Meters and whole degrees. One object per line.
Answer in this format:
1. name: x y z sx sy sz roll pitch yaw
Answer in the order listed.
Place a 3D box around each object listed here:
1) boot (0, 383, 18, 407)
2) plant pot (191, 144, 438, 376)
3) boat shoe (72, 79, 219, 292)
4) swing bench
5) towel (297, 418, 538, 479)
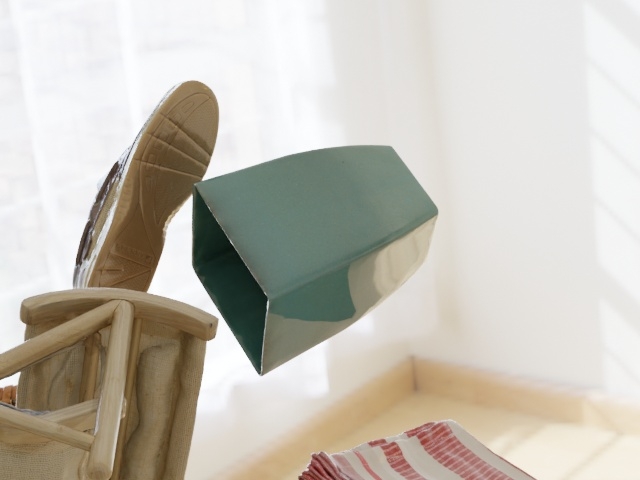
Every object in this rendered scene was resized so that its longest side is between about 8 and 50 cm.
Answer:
1. boot: -0.422 0.219 2.144 0.152 0.197 0.073 7 -15 12
2. plant pot: 0.000 0.000 1.644 0.234 0.165 0.165 -24 61 -20
3. boat shoe: -0.207 -0.053 1.699 0.103 0.285 0.092 26 -8 -42
4. swing bench: -0.214 0.197 1.232 0.165 0.253 0.254 16 27 10
5. towel: 0.155 0.283 1.641 0.237 0.037 0.329 32 18 28
